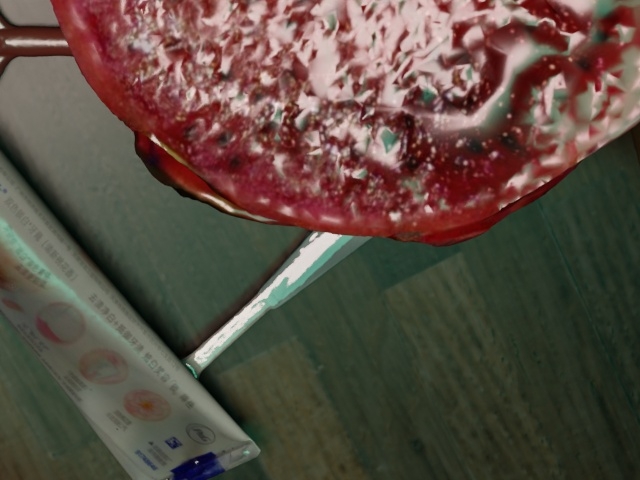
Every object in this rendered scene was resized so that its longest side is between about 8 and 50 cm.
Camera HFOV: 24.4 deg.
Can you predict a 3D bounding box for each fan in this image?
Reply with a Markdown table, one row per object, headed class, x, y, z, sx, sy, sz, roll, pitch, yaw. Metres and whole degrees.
| class | x | y | z | sx | sy | sz | roll | pitch | yaw |
| --- | --- | --- | --- | --- | --- | --- | --- | --- | --- |
| fan | 0.000 | 0.000 | 0.986 | 0.282 | 0.023 | 0.057 | -40 | 108 | 1 |

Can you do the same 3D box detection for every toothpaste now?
| class | x | y | z | sx | sy | sz | roll | pitch | yaw |
| --- | --- | --- | --- | --- | --- | --- | --- | --- | --- |
| toothpaste | -0.168 | 0.038 | 0.947 | 0.100 | 0.066 | 0.323 | -28 | 109 | 26 |

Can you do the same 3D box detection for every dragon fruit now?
| class | x | y | z | sx | sy | sz | roll | pitch | yaw |
| --- | --- | --- | --- | --- | --- | --- | --- | --- | --- |
| dragon fruit | 0.037 | -0.200 | 0.837 | 0.371 | 0.249 | 0.386 | -15 | 100 | 12 |

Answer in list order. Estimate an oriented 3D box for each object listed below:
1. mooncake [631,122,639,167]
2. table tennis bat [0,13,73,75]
| class | x | y | z | sx | sy | sz | roll | pitch | yaw |
| --- | --- | --- | --- | --- | --- | --- | --- | --- | --- |
| mooncake | 0.311 | -0.185 | 0.806 | 0.201 | 0.378 | 0.378 | 7 | 101 | -6 |
| table tennis bat | -0.221 | -0.125 | 0.931 | 0.155 | 0.019 | 0.098 | -1 | 103 | -5 |
